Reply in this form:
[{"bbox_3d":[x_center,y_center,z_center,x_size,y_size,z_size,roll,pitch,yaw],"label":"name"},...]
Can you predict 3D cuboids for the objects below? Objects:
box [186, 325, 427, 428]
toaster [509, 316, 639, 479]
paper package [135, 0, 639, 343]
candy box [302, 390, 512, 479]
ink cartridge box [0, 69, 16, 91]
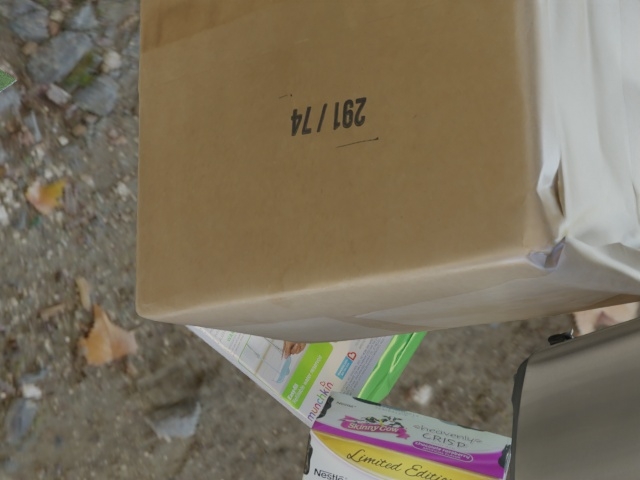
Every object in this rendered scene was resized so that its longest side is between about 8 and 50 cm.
[{"bbox_3d":[0.000,0.000,1.026,0.231,0.127,0.262,37,120,17],"label":"box"},{"bbox_3d":[0.202,0.133,0.694,0.129,0.146,0.227,37,45,-28],"label":"toaster"},{"bbox_3d":[0.044,-0.097,0.766,0.168,0.325,0.309,14,70,-47],"label":"paper package"},{"bbox_3d":[0.058,0.258,0.968,0.159,0.071,0.233,13,113,11],"label":"candy box"},{"bbox_3d":[-0.341,-0.106,0.853,0.209,0.109,0.062,-46,154,-31],"label":"ink cartridge box"}]
